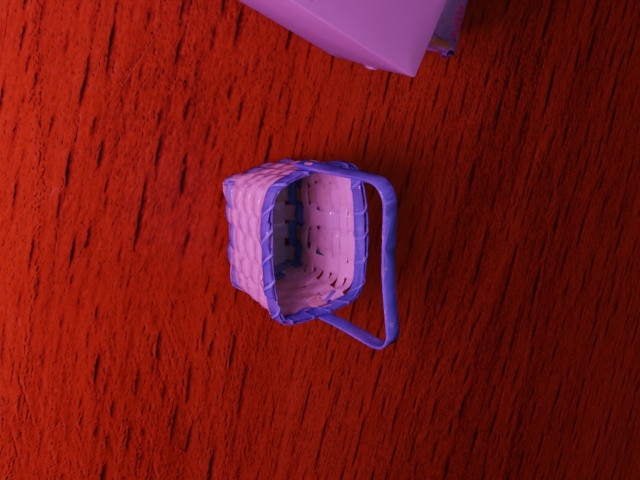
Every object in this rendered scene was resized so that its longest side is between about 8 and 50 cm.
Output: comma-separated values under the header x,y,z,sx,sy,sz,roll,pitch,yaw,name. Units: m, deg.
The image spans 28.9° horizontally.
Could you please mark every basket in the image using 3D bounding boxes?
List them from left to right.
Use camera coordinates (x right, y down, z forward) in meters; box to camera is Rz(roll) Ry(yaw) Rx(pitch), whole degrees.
x,y,z,sx,sy,sz,roll,pitch,yaw,name
0.000,0.000,1.774,0.201,0.289,0.254,-18,119,-36,basket

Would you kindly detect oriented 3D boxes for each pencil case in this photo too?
x,y,z,sx,sy,sz,roll,pitch,yaw,name
0.181,-0.422,1.887,0.124,0.113,0.273,-1,108,-64,pencil case

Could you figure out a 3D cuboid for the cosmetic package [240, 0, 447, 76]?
x,y,z,sx,sy,sz,roll,pitch,yaw,name
-0.017,-0.367,1.680,0.365,0.197,0.155,21,91,-46,cosmetic package
